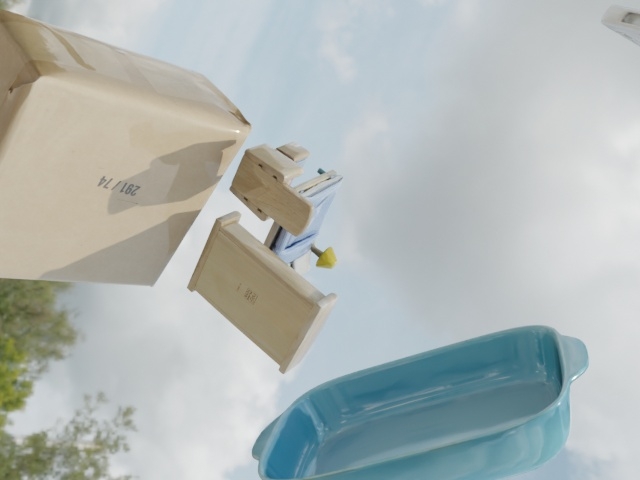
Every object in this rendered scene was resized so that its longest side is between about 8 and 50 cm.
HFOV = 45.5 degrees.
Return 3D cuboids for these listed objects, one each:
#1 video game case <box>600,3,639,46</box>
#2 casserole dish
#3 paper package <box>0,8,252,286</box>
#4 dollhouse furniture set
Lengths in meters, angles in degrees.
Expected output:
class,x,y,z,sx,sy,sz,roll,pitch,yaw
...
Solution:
class,x,y,z,sx,sy,sz,roll,pitch,yaw
video game case,0.352,-0.136,0.640,0.023,0.201,0.183,-60,-170,18
casserole dish,0.054,0.098,0.409,0.188,0.037,0.114,-20,-168,18
paper package,-0.314,-0.101,1.020,0.168,0.324,0.309,50,-64,34
dollhouse furniture set,0.000,0.000,1.154,0.198,0.303,0.286,39,-56,16
